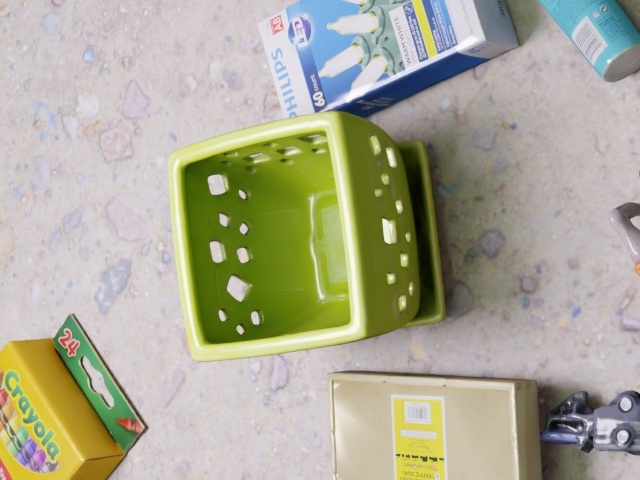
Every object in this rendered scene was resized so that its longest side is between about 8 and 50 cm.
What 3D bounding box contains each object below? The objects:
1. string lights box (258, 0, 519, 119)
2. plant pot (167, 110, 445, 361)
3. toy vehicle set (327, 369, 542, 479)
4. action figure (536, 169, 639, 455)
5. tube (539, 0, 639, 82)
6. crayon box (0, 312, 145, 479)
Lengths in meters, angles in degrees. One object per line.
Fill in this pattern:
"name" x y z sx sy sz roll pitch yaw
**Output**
"string lights box" 0.067 -0.219 1.459 0.260 0.077 0.133 -23 78 34
"plant pot" 0.000 0.000 1.429 0.228 0.207 0.227 -10 83 36
"toy vehicle set" 0.112 0.222 1.423 0.267 0.035 0.165 -2 89 47
"action figure" 0.315 0.113 1.227 0.341 0.179 0.330 -14 73 34
"tube" 0.245 -0.247 1.352 0.080 0.052 0.207 -42 62 23
"crayon box" -0.382 0.271 1.785 0.318 0.081 0.202 -51 63 24
